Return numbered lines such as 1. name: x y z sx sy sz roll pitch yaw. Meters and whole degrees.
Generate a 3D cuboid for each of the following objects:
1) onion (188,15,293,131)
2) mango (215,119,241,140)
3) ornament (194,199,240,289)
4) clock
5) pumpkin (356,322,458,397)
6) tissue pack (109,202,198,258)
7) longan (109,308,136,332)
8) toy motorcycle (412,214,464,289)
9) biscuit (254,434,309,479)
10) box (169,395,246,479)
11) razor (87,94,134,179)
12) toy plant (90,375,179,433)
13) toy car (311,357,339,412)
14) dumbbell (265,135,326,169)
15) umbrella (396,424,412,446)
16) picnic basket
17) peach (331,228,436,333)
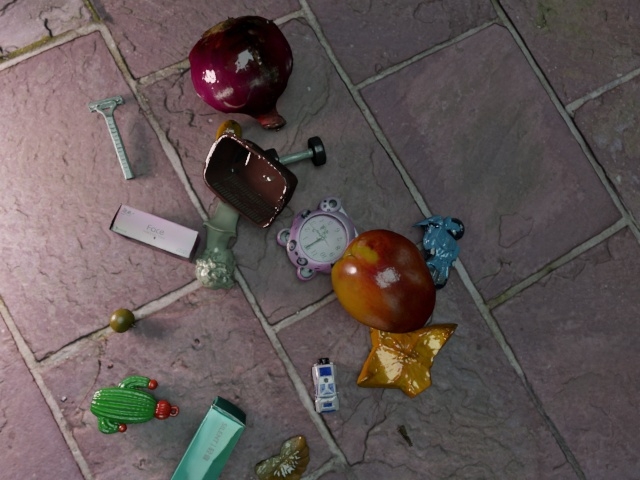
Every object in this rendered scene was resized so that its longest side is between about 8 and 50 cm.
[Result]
1. onion: -0.222 -0.509 1.709 0.347 0.347 0.385 -38 122 -12
2. mango: -0.305 -0.345 1.774 0.078 0.057 0.114 19 87 -9
3. ornament: -0.321 0.013 1.680 0.130 0.120 0.285 5 79 -5
4. clock: 0.000 0.000 1.744 0.247 0.090 0.228 -30 86 -10
5. pumpkin: 0.276 0.367 1.716 0.290 0.095 0.259 12 74 -2
6. tissue pack: -0.503 -0.018 1.648 0.246 0.148 0.093 20 78 -6
7. longan: -0.600 0.247 1.630 0.083 0.075 0.075 31 78 -5
8. toy motorcycle: 0.373 0.029 1.775 0.182 0.123 0.272 24 78 -14
9. biscuit: -0.101 0.688 1.634 0.183 0.061 0.118 -37 89 -12
10. box: -0.334 0.625 1.538 0.118 0.205 0.311 29 78 -4
11. razor: -0.655 -0.329 1.720 0.111 0.056 0.278 -19 84 -12
12. toy plant: -0.556 0.481 1.591 0.240 0.088 0.155 -14 68 -17
13. toy car: 0.016 0.455 1.681 0.080 0.070 0.171 -4 82 -8
14. dumbbell: -0.083 -0.275 1.769 0.191 0.100 0.100 -17 84 -11
15. umbrella: 0.271 0.626 1.716 0.083 0.020 0.031 54 39 3
16. picnic basket: -0.208 -0.199 1.672 0.296 0.129 0.223 38 120 12
17. peach: 0.197 0.132 1.597 0.308 0.308 0.332 -44 98 -12
